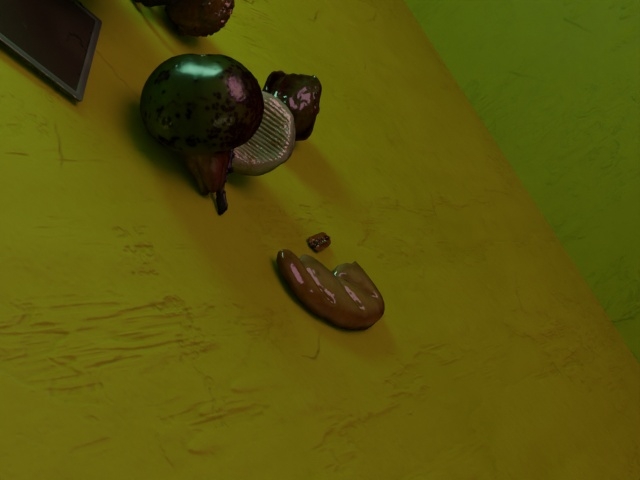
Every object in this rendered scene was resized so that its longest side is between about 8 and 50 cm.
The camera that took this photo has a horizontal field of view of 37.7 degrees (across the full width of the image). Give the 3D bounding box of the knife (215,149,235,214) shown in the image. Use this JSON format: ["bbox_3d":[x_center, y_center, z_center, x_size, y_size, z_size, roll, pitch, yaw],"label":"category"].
[{"bbox_3d":[-0.172,-0.148,1.700,0.021,0.046,0.222,90,-5,-69],"label":"knife"}]

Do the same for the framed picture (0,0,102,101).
[{"bbox_3d":[-0.463,-0.364,1.550,0.216,0.016,0.273,39,29,-30],"label":"framed picture"}]

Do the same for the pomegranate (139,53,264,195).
[{"bbox_3d":[-0.199,-0.200,1.623,0.214,0.214,0.247,-35,122,-65],"label":"pomegranate"}]

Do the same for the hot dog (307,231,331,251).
[{"bbox_3d":[0.000,0.000,1.891,0.037,0.021,0.083,53,23,2],"label":"hot dog"}]

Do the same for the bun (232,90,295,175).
[{"bbox_3d":[-0.139,-0.197,1.790,0.184,0.102,0.183,4,71,-12],"label":"bun"}]

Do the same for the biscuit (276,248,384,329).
[{"bbox_3d":[0.031,0.098,1.792,0.299,0.045,0.154,11,49,-55],"label":"biscuit"}]

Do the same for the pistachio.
[{"bbox_3d":[-0.065,-0.291,2.036,0.165,0.131,0.210,55,39,-16],"label":"pistachio"}]

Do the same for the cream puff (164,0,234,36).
[{"bbox_3d":[-0.247,-0.493,1.965,0.165,0.150,0.115,-57,136,-21],"label":"cream puff"}]

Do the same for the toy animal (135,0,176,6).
[{"bbox_3d":[-0.317,-0.540,1.882,0.233,0.084,0.148,23,52,26],"label":"toy animal"}]
